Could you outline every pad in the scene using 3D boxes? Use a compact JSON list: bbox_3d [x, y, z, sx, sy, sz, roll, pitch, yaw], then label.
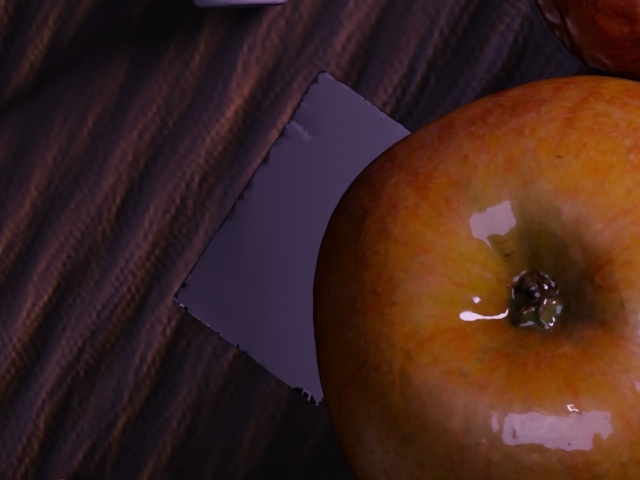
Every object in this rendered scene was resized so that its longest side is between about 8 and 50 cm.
[{"bbox_3d":[0.000,0.000,1.659,0.163,0.004,0.243,37,104,10],"label":"pad"}]

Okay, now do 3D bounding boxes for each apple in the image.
[{"bbox_3d":[0.188,0.075,1.428,0.400,0.333,0.400,0,90,10],"label":"apple"}]

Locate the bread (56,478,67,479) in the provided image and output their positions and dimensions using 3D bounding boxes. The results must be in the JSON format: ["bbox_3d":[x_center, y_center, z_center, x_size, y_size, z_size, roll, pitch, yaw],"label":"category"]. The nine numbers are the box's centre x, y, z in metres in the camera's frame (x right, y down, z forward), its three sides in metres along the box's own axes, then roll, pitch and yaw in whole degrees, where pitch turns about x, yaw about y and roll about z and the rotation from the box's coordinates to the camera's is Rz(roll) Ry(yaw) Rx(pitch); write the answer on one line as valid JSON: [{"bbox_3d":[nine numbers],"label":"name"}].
[{"bbox_3d":[-0.241,0.313,1.731,0.178,0.060,0.139,-42,84,15],"label":"bread"}]

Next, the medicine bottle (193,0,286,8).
[{"bbox_3d":[-0.068,-0.257,1.614,0.080,0.080,0.130,-2,95,16],"label":"medicine bottle"}]

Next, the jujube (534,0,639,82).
[{"bbox_3d":[0.281,-0.228,1.467,0.255,0.190,0.190,-23,89,0],"label":"jujube"}]
